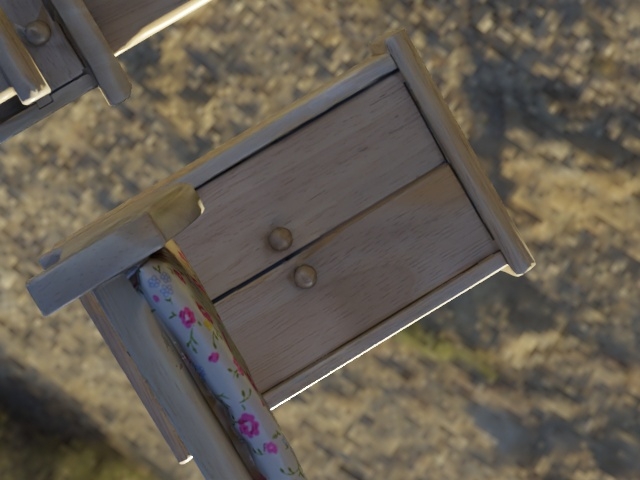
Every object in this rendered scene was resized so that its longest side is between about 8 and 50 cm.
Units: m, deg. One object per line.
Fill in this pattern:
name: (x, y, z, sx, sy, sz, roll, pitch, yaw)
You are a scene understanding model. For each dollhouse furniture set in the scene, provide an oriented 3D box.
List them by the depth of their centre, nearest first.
dollhouse furniture set: (0.000, 0.000, 0.600, 0.303, 0.174, 0.355, 59, 175, -7)
